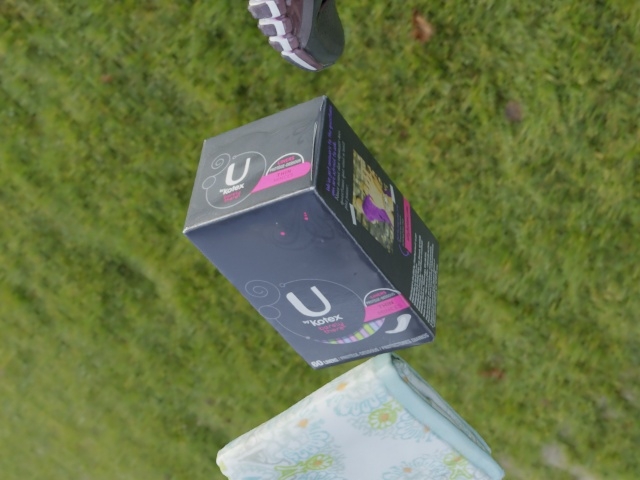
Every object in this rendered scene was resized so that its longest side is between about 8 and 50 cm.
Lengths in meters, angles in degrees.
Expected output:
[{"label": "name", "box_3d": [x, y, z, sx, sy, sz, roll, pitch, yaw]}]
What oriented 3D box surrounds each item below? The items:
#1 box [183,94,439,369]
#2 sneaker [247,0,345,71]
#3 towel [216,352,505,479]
[{"label": "box", "box_3d": [0.000, 0.000, 1.297, 0.165, 0.143, 0.270, -18, 133, 27]}, {"label": "sneaker", "box_3d": [0.004, -0.272, 1.094, 0.163, 0.106, 0.281, -13, 143, 21]}, {"label": "towel", "box_3d": [0.075, 0.352, 1.836, 0.320, 0.090, 0.374, -34, 128, 12]}]
